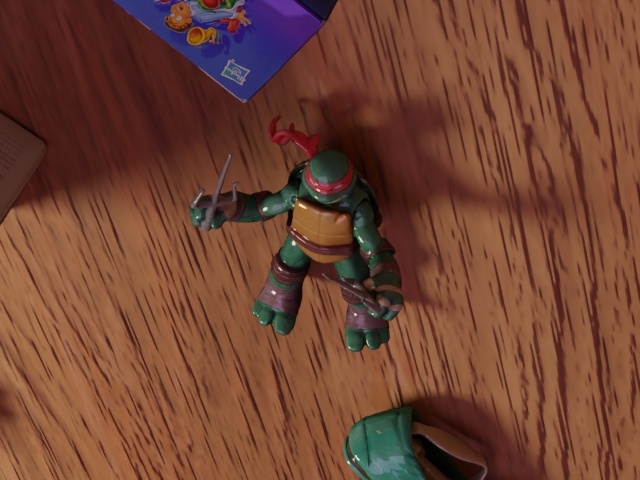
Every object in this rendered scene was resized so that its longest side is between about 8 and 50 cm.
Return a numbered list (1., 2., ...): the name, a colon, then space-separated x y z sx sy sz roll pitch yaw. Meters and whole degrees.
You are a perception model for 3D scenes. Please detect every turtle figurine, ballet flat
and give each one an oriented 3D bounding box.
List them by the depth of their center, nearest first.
1. turtle figurine: 0.000 0.000 1.328 0.175 0.118 0.234 28 154 18
2. ballet flat: 0.127 0.236 1.525 0.087 0.083 0.247 -33 115 27

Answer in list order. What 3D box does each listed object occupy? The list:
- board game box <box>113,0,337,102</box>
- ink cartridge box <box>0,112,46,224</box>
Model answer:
1. board game box: -0.052 -0.268 0.925 0.233 0.347 0.078 38 136 -12
2. ink cartridge box: -0.389 0.008 1.338 0.207 0.353 0.119 35 136 -10
